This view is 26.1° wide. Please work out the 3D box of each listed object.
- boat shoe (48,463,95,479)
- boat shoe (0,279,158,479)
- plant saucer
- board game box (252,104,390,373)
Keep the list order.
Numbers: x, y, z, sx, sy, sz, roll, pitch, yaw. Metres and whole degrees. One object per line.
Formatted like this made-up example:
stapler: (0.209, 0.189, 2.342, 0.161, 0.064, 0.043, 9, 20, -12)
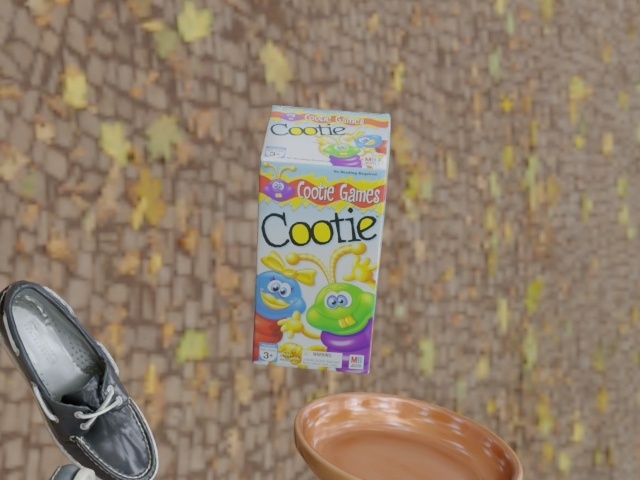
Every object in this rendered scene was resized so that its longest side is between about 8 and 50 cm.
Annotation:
boat shoe: (-0.334, 0.345, 1.500, 0.319, 0.099, 0.116, -61, -179, 37)
boat shoe: (-0.301, 0.182, 1.700, 0.114, 0.091, 0.302, -41, 94, -21)
plant saucer: (0.072, 0.189, 1.185, 0.200, 0.200, 0.037, -19, 126, -61)
board game box: (0.000, 0.000, 1.614, 0.142, 0.144, 0.275, -82, 176, -59)
